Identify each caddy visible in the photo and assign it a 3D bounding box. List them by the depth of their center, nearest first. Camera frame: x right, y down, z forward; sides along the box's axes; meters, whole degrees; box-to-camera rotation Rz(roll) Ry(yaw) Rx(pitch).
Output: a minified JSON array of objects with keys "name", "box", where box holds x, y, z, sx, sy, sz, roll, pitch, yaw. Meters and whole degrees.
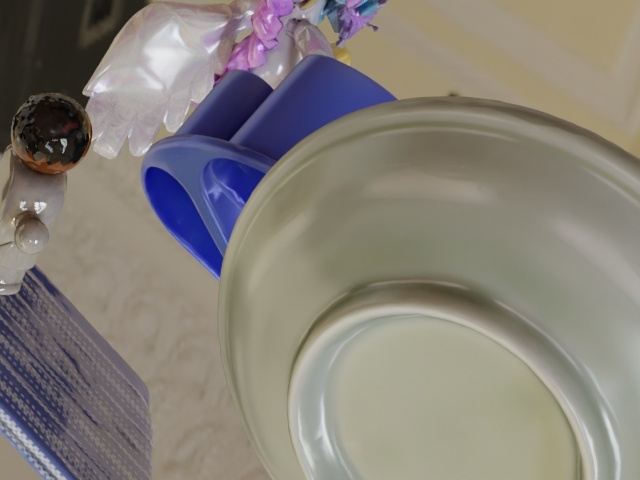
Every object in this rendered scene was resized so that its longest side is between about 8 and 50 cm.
[{"name":"caddy","box":[0.000,0.000,1.625,0.341,0.241,0.179,46,-118,-27]}]

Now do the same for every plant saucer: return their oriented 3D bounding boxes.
[{"name":"plant saucer","box":[0.093,0.110,1.193,0.400,0.400,0.100,27,-144,14]}]

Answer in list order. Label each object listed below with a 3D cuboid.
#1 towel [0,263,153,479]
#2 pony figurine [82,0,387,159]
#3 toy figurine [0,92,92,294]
[{"name":"towel","box":[-0.225,0.116,1.535,0.243,0.040,0.336,49,-171,-17]},{"name":"pony figurine","box":[-0.055,-0.205,2.019,0.302,0.351,0.363,24,-174,6]},{"name":"toy figurine","box":[-0.255,-0.058,1.104,0.209,0.148,0.213,39,-149,18]}]
